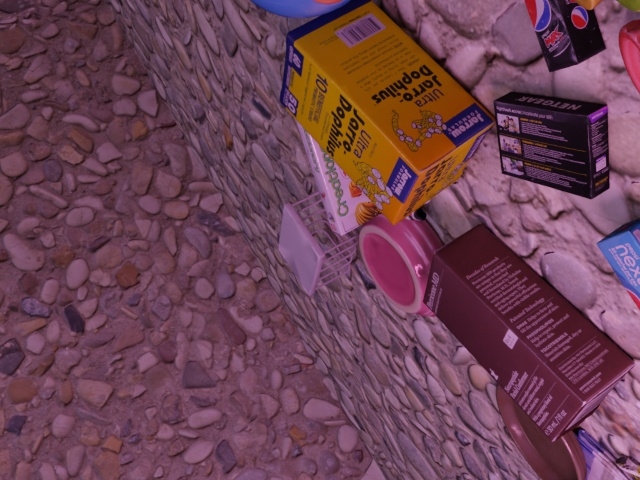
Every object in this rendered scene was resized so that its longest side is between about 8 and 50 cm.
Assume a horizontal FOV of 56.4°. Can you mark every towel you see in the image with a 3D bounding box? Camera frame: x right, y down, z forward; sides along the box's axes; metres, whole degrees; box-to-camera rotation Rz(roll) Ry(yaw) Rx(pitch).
[{"bbox_3d":[0.618,0.534,1.206,0.285,0.034,0.209,44,157,43],"label":"towel"}]

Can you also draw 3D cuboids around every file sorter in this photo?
[{"bbox_3d":[0.000,0.000,1.784,0.193,0.173,0.278,55,159,20],"label":"file sorter"}]

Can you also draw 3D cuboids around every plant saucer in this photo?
[{"bbox_3d":[0.202,0.056,1.504,0.332,0.084,0.332,50,158,29],"label":"plant saucer"},{"bbox_3d":[0.487,0.429,1.319,0.278,0.041,0.278,60,167,24],"label":"plant saucer"}]

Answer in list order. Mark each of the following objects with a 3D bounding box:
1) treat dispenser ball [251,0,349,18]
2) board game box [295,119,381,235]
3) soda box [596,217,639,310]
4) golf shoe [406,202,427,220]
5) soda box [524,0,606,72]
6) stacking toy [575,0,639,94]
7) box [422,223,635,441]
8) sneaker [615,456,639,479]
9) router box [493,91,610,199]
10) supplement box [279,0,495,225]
[{"bbox_3d":[-0.036,-0.525,1.000,0.288,0.288,0.288,49,157,30],"label":"treat dispenser ball"},{"bbox_3d":[0.071,-0.188,1.332,0.053,0.193,0.305,28,143,57],"label":"board game box"},{"bbox_3d":[0.490,0.070,0.843,0.210,0.067,0.071,60,160,6],"label":"soda box"},{"bbox_3d":[0.206,-0.120,1.304,0.086,0.067,0.186,22,144,20],"label":"golf shoe"},{"bbox_3d":[0.309,-0.313,0.780,0.169,0.060,0.053,65,161,-12],"label":"soda box"},{"bbox_3d":[0.345,-0.247,0.563,0.309,0.130,0.279,56,-161,1],"label":"stacking toy"},{"bbox_3d":[0.377,0.170,1.153,0.381,0.143,0.191,50,158,32],"label":"box"},{"bbox_3d":[0.598,0.441,1.130,0.083,0.031,0.035,18,134,62],"label":"sneaker"},{"bbox_3d":[0.352,-0.150,0.917,0.179,0.046,0.133,32,144,53],"label":"router box"},{"bbox_3d":[0.109,-0.244,1.116,0.356,0.195,0.194,49,158,15],"label":"supplement box"}]
